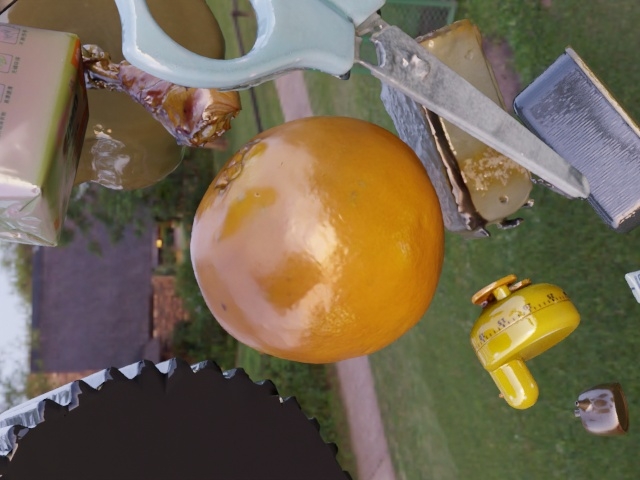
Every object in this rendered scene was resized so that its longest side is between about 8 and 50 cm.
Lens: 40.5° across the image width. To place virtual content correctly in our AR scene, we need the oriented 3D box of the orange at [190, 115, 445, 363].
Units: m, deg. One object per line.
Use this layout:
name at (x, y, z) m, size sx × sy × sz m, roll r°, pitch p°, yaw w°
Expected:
orange at (0.000, 0.000, 1.051) m, size 0.312 × 0.312 × 0.312 m, roll -179°, pitch 90°, yaw -78°

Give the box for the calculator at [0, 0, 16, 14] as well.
calculator at (-0.334, -0.263, 0.770) m, size 0.177 × 0.040 × 0.268 m, roll -46°, pitch -14°, yaw -23°

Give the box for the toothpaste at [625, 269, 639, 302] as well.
toothpaste at (0.647, 0.045, 1.505) m, size 0.239 × 0.039 × 0.062 m, roll -29°, pitch 89°, yaw 38°

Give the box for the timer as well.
timer at (0.199, 0.094, 0.829) m, size 0.109 × 0.107 × 0.107 m, roll 62°, pitch 157°, yaw 21°

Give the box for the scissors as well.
scissors at (0.040, -0.116, 0.544) m, size 0.029 × 0.360 × 0.191 m, roll -18°, pitch 46°, yaw 60°

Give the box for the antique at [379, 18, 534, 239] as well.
antique at (0.193, -0.142, 1.200) m, size 0.284 × 0.125 × 0.150 m, roll 66°, pitch 168°, yaw -2°

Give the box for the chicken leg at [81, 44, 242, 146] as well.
chicken leg at (-0.208, -0.191, 1.077) m, size 0.087 × 0.251 × 0.107 m, roll -39°, pitch -33°, yaw -56°

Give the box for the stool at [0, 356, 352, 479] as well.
stool at (-0.170, 0.250, 0.692) m, size 0.330 × 0.297 × 0.297 m, roll -20°, pitch 68°, yaw 58°

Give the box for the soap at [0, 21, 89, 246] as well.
soap at (-0.344, -0.114, 0.959) m, size 0.182 × 0.138 × 0.200 m, roll 117°, pitch 162°, yaw -68°

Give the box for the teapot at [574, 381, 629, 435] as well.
teapot at (0.409, 0.250, 1.270) m, size 0.068 × 0.121 × 0.076 m, roll -14°, pitch 61°, yaw 31°

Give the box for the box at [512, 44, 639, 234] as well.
box at (0.308, -0.107, 0.956) m, size 0.201 × 0.090 × 0.144 m, roll 52°, pitch -158°, yaw 8°

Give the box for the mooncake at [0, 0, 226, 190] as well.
mooncake at (-0.402, -0.298, 1.509) m, size 0.262 × 0.466 × 0.467 m, roll 116°, pitch 153°, yaw -57°
